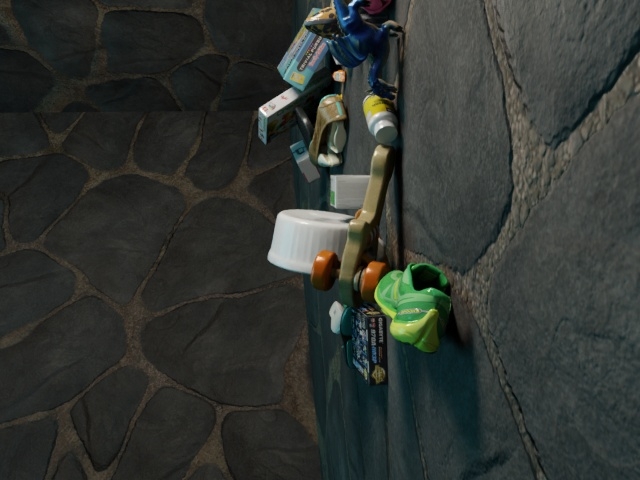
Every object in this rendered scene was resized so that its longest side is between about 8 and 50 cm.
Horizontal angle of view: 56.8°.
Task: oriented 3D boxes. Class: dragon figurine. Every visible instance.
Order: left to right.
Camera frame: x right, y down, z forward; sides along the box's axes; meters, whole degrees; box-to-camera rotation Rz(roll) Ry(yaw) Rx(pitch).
[{"bbox_3d":[0.067,-0.409,1.209,0.144,0.289,0.085,-54,12,0],"label":"dragon figurine"}]

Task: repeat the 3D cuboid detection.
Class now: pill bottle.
[{"bbox_3d":[0.131,-0.263,1.276,0.065,0.065,0.116,96,169,-48],"label":"pill bottle"}]

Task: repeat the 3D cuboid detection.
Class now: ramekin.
[{"bbox_3d":[0.000,0.000,1.615,0.277,0.278,0.135,-122,38,-76],"label":"ramekin"}]

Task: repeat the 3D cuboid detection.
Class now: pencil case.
[{"bbox_3d":[0.102,-0.577,1.325,0.098,0.095,0.209,52,-170,-29],"label":"pencil case"}]

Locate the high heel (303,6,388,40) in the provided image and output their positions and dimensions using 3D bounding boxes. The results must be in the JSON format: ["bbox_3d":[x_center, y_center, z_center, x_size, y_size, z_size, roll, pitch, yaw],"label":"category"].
[{"bbox_3d":[0.043,-0.508,1.419,0.261,0.187,0.093,-128,37,-78],"label":"high heel"}]

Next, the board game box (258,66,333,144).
[{"bbox_3d":[-0.094,-0.494,2.180,0.053,0.305,0.193,49,162,12],"label":"board game box"}]

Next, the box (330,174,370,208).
[{"bbox_3d":[0.081,-0.130,1.567,0.101,0.102,0.087,-128,38,-80],"label":"box"}]

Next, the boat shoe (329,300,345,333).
[{"bbox_3d":[0.070,0.260,1.935,0.066,0.063,0.184,-61,12,7],"label":"boat shoe"}]

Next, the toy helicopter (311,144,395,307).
[{"bbox_3d":[0.111,-0.029,1.274,0.235,0.140,0.354,27,-105,-68],"label":"toy helicopter"}]

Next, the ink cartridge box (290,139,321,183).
[{"bbox_3d":[-0.059,-0.313,2.344,0.109,0.063,0.150,60,-176,-37],"label":"ink cartridge box"}]

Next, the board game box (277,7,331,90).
[{"bbox_3d":[-0.043,-0.663,2.030,0.253,0.079,0.336,-56,18,14],"label":"board game box"}]

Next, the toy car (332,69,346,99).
[{"bbox_3d":[0.057,-0.494,1.908,0.060,0.041,0.121,-101,11,-50],"label":"toy car"}]

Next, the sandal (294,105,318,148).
[{"bbox_3d":[-0.013,-0.403,2.213,0.446,0.107,0.167,46,-160,-83],"label":"sandal"}]

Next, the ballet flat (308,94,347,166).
[{"bbox_3d":[0.035,-0.324,1.960,0.124,0.116,0.342,62,157,27],"label":"ballet flat"}]

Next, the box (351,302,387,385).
[{"bbox_3d":[0.123,0.264,1.543,0.220,0.051,0.175,-171,79,-83],"label":"box"}]

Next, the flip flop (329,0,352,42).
[{"bbox_3d":[0.071,-0.658,1.554,0.080,0.112,0.276,12,103,56],"label":"flip flop"}]

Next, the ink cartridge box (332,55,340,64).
[{"bbox_3d":[0.068,-0.590,1.746,0.088,0.052,0.122,-102,11,-54],"label":"ink cartridge box"}]

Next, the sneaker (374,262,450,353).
[{"bbox_3d":[0.171,0.099,1.019,0.123,0.110,0.295,-62,7,8],"label":"sneaker"}]

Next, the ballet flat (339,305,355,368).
[{"bbox_3d":[0.091,0.277,1.748,0.074,0.074,0.203,-125,32,-77],"label":"ballet flat"}]

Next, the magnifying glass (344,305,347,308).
[{"bbox_3d":[0.084,0.134,1.953,0.092,0.026,0.230,97,167,-52],"label":"magnifying glass"}]
